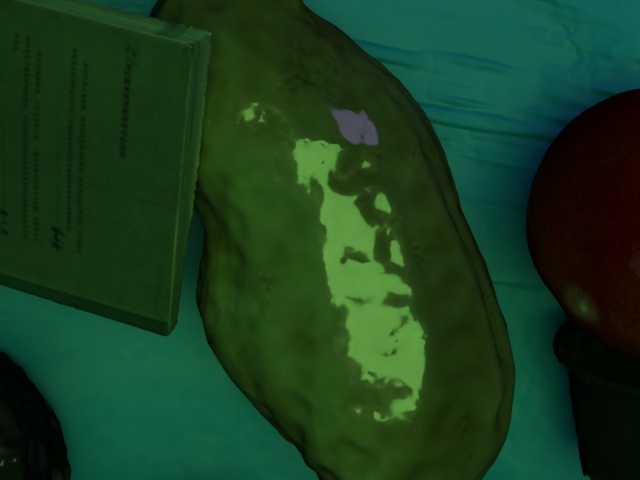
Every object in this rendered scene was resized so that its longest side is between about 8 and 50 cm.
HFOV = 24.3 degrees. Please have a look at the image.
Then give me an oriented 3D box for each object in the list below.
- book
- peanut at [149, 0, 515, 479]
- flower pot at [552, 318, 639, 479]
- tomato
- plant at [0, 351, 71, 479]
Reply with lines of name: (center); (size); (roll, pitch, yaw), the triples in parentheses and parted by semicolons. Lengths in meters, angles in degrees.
book: (-0.212, -0.064, 0.921); (0.283, 0.025, 0.214); (17, 123, 11)
peanut: (0.000, 0.000, 0.965); (0.192, 0.169, 0.387); (-20, 94, 32)
flower pot: (0.239, 0.115, 1.017); (0.157, 0.157, 0.106); (-6, 111, -5)
tomato: (0.229, -0.014, 0.969); (0.195, 0.195, 0.136); (17, 132, -8)
plant: (-0.269, 0.182, 0.883); (0.213, 0.312, 0.215); (-3, 95, -3)
